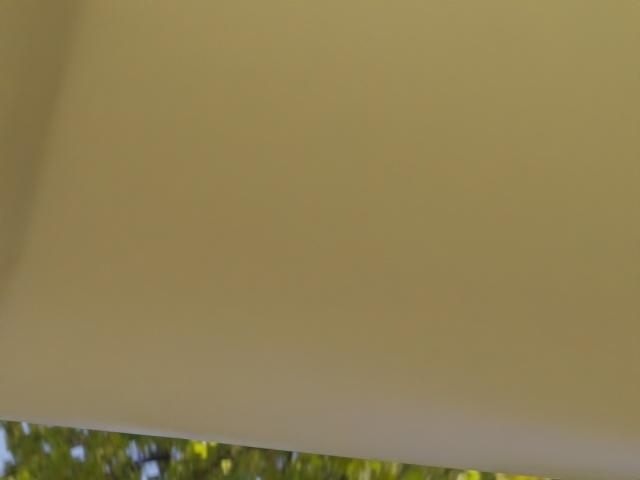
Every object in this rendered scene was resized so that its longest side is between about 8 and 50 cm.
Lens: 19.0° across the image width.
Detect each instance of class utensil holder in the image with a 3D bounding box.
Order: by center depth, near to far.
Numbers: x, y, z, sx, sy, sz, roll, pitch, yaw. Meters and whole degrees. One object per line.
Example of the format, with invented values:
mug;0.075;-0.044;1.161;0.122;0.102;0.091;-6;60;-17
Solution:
utensil holder;0.058;-0.085;0.585;0.385;0.327;0.328;9;-115;-18
